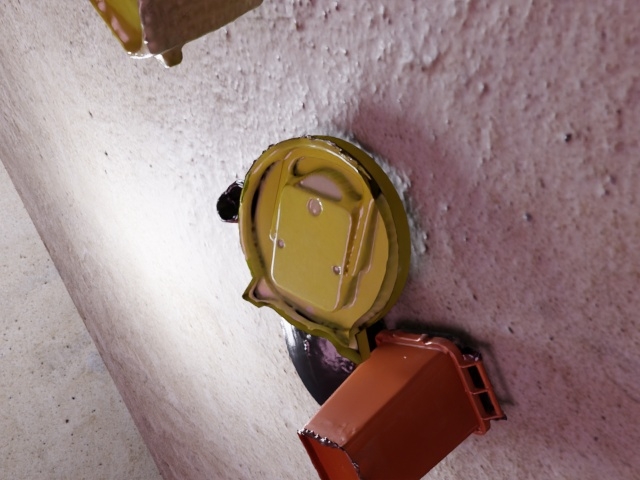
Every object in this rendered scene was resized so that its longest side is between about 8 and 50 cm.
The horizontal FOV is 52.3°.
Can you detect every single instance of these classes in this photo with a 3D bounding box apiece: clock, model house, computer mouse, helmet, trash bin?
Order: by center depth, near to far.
[{"bbox_3d":[-0.180,-0.338,0.758,0.174,0.193,0.234,20,137,42],"label":"model house"},{"bbox_3d":[0.107,0.238,0.869,0.184,0.238,0.161,-3,117,53],"label":"trash bin"},{"bbox_3d":[0.003,-0.002,0.901,0.277,0.071,0.293,31,122,29],"label":"clock"},{"bbox_3d":[0.024,0.175,1.042,0.183,0.116,0.323,6,124,45],"label":"computer mouse"},{"bbox_3d":[-0.130,-0.061,1.083,0.084,0.049,0.065,-34,57,33],"label":"helmet"}]
